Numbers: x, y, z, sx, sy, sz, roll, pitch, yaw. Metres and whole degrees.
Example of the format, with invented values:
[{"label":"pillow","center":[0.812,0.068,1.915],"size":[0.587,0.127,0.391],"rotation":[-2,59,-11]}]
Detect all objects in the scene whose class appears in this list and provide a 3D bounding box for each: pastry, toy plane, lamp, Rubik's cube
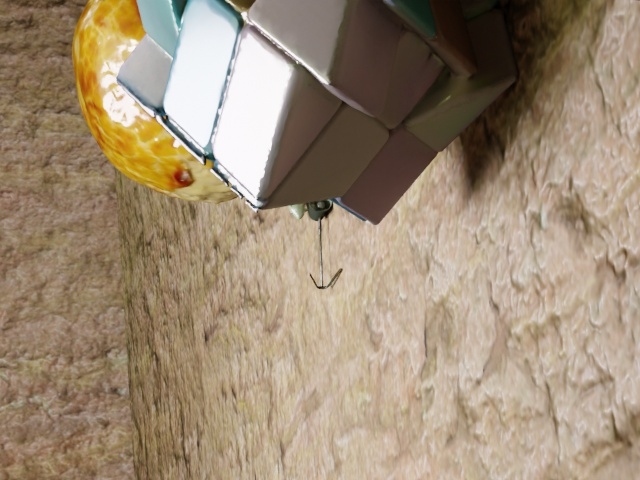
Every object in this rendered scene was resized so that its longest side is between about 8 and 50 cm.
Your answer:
[{"label":"pastry","center":[-0.185,-0.239,2.157],"size":[0.388,0.313,0.388],"rotation":[176,90,-70]},{"label":"toy plane","center":[-0.034,-0.065,2.162],"size":[0.080,0.033,0.083],"rotation":[116,143,-53]},{"label":"lamp","center":[0.000,-0.001,2.053],"size":[0.054,0.041,0.121],"rotation":[107,161,-63]},{"label":"Rubik's cube","center":[0.002,-0.220,1.561],"size":[0.368,0.358,0.387],"rotation":[-52,56,7]}]
